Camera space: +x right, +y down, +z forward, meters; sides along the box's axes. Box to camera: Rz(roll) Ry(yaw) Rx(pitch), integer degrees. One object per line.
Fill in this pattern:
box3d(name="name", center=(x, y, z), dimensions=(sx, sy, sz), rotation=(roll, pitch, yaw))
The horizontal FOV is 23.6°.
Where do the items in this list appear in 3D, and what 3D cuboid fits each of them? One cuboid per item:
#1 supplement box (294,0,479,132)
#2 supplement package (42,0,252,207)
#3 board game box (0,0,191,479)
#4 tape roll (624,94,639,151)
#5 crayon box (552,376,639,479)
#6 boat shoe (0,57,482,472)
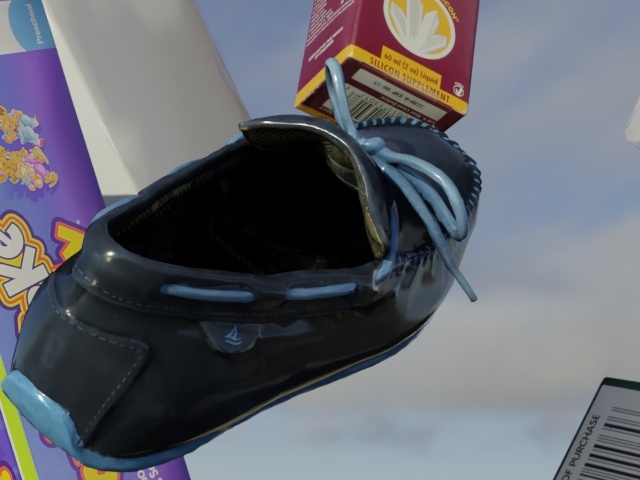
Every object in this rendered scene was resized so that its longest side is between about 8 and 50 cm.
box3d(name="supplement box", center=(0.056, -0.169, 1.150), dimensions=(0.104, 0.188, 0.081), rotation=(24, -35, -22))
box3d(name="supplement package", center=(-0.194, -0.028, 1.024), dimensions=(0.263, 0.199, 0.198), rotation=(-24, 3, 24))
box3d(name="board game box", center=(-0.175, 0.082, 0.748), dimensions=(0.078, 0.347, 0.233), rotation=(-16, -3, -42))
box3d(name="tape roll", center=(0.337, -0.188, 0.922), dimensions=(0.072, 0.392, 0.392), rotation=(40, -15, -1))
box3d(name="crayon box", center=(0.199, 0.313, 0.851), dimensions=(0.313, 0.363, 0.106), rotation=(42, -21, -32))
box3d(name="boat shoe", center=(0.000, 0.000, 0.553), dimensions=(0.109, 0.089, 0.258), rotation=(32, 33, 12))
